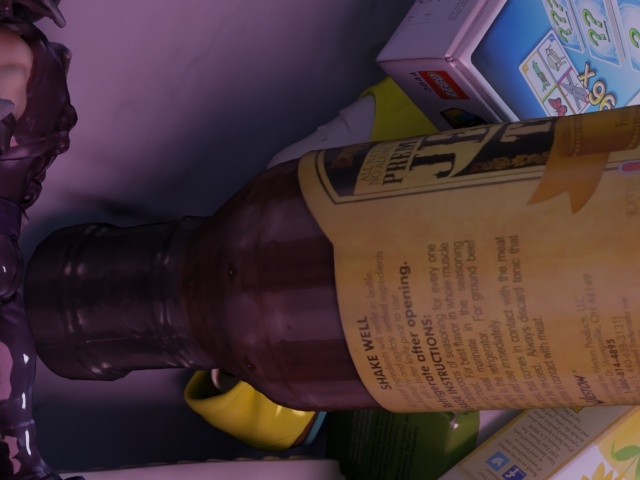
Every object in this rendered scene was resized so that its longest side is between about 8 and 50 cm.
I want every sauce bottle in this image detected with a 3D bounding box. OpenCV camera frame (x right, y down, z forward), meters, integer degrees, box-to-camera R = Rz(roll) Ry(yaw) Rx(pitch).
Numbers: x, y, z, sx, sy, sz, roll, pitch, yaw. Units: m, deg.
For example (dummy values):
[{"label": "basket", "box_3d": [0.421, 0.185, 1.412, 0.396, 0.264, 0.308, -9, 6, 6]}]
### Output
[{"label": "sauce bottle", "box_3d": [0.039, 0.013, 0.489, 0.344, 0.111, 0.111, -6, 129, 24]}]

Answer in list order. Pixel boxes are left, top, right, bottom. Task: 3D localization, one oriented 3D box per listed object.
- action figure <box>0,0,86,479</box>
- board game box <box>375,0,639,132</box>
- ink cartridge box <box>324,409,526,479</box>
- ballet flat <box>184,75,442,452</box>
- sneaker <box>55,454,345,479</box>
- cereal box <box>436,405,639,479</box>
[{"label": "action figure", "box_3d": [-0.128, 0.014, 0.439, 0.099, 0.185, 0.285, -1, 85, 2]}, {"label": "board game box", "box_3d": [0.179, -0.060, 0.598, 0.305, 0.053, 0.193, 44, 71, -31]}, {"label": "ink cartridge box", "box_3d": [0.132, 0.126, 0.713, 0.255, 0.097, 0.189, -11, 121, -32]}, {"label": "ballet flat", "box_3d": [0.000, 0.000, 0.594, 0.077, 0.077, 0.231, 20, 109, -16]}, {"label": "sneaker", "box_3d": [-0.143, 0.181, 0.552, 0.366, 0.135, 0.150, -1, 76, -25]}, {"label": "cereal box", "box_3d": [0.072, 0.188, 0.605, 0.240, 0.047, 0.173, -34, 132, -15]}]
